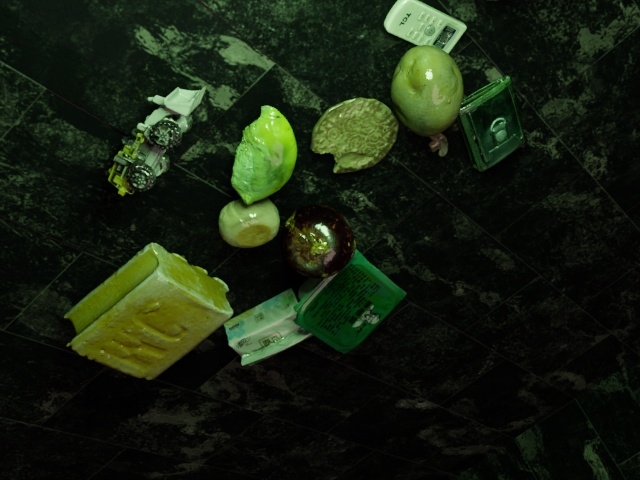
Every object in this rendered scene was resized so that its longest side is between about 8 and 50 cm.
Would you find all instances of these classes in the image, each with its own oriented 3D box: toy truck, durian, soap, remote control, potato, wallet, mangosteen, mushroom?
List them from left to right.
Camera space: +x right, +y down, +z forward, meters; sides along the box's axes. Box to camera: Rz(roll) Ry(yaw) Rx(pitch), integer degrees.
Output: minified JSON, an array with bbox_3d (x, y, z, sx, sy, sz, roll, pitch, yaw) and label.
[{"bbox_3d":[-0.440,0.193,1.963,0.335,0.156,0.293,-38,133,15],"label":"soap"},{"bbox_3d":[-0.348,-0.217,1.588,0.111,0.136,0.286,33,114,-10],"label":"toy truck"},{"bbox_3d":[-0.125,-0.189,1.735,0.139,0.101,0.250,9,130,-31],"label":"durian"},{"bbox_3d":[0.000,0.000,1.957,0.192,0.192,0.217,-37,176,16],"label":"mangosteen"},{"bbox_3d":[0.228,-0.468,1.654,0.190,0.029,0.087,14,127,-35],"label":"remote control"},{"bbox_3d":[0.236,-0.330,1.692,0.160,0.178,0.235,8,161,-4],"label":"potato"},{"bbox_3d":[0.302,-0.249,1.929,0.049,0.019,0.101,-31,138,10],"label":"mushroom"},{"bbox_3d":[0.437,-0.293,1.923,0.160,0.055,0.236,-32,138,0],"label":"wallet"}]

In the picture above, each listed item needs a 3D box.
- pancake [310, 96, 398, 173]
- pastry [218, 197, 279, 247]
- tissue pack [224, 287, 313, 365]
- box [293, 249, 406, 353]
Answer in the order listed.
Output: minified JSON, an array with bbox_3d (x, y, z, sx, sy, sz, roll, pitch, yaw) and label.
[{"bbox_3d":[0.084,-0.251,1.821,0.212,0.029,0.235,-31,139,8],"label":"pancake"},{"bbox_3d":[-0.176,-0.041,1.881,0.156,0.092,0.156,-10,144,-8],"label":"pastry"},{"bbox_3d":[-0.137,0.272,2.187,0.229,0.145,0.159,-26,140,4],"label":"tissue pack"},{"bbox_3d":[0.063,0.160,2.164,0.264,0.106,0.336,-46,139,3],"label":"box"}]
